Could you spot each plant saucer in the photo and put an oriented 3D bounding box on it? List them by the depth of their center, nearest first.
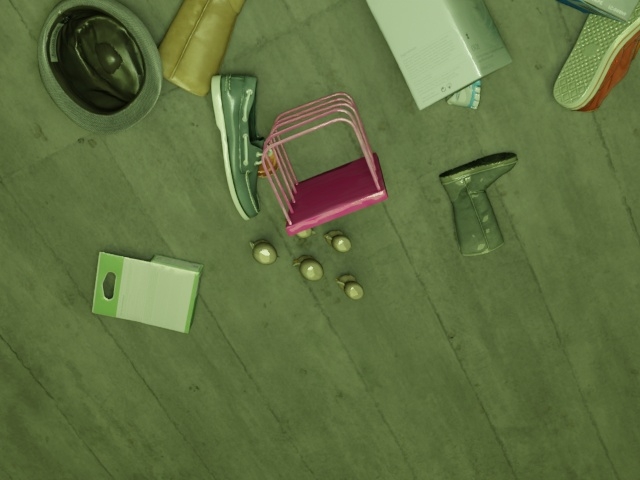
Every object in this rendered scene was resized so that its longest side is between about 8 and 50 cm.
[{"bbox_3d":[-0.130,-0.182,1.544,0.083,0.013,0.084,0,113,-1],"label":"plant saucer"}]

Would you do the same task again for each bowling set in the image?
[{"bbox_3d":[0.000,0.000,1.574,0.286,0.154,0.200,25,92,-9],"label":"bowling set"}]

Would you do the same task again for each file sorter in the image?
[{"bbox_3d":[0.002,-0.171,1.402,0.202,0.291,0.182,-20,109,8],"label":"file sorter"}]

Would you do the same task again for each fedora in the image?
[{"bbox_3d":[-0.431,-0.355,1.405,0.243,0.124,0.275,-40,96,13],"label":"fedora"}]

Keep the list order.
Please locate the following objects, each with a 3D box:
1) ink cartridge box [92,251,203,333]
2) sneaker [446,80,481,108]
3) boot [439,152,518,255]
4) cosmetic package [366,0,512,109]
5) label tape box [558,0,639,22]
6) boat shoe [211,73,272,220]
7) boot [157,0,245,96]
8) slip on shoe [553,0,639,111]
[{"bbox_3d":[-0.410,0.116,1.651,0.235,0.056,0.171,13,112,-3],"label":"ink cartridge box"},{"bbox_3d":[0.294,-0.366,1.437,0.082,0.071,0.191,2,113,5],"label":"sneaker"},{"bbox_3d":[0.375,-0.078,1.558,0.189,0.076,0.209,-17,106,22],"label":"boot"},{"bbox_3d":[0.229,-0.391,1.298,0.138,0.224,0.225,-25,96,35],"label":"cosmetic package"},{"bbox_3d":[0.558,-0.580,1.251,0.105,0.241,0.334,22,111,-7],"label":"label tape box"},{"bbox_3d":[-0.154,-0.194,1.467,0.099,0.116,0.320,-8,113,2],"label":"boat shoe"},{"bbox_3d":[-0.275,-0.458,1.385,0.236,0.089,0.270,30,113,-8],"label":"boot"},{"bbox_3d":[0.599,-0.409,1.407,0.101,0.123,0.331,14,111,-41],"label":"slip on shoe"}]
